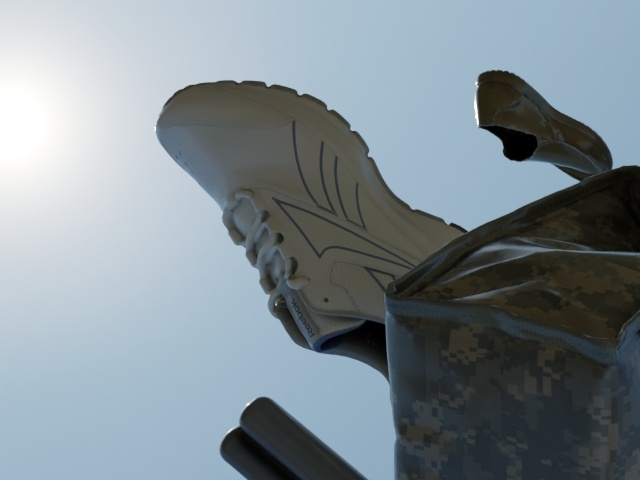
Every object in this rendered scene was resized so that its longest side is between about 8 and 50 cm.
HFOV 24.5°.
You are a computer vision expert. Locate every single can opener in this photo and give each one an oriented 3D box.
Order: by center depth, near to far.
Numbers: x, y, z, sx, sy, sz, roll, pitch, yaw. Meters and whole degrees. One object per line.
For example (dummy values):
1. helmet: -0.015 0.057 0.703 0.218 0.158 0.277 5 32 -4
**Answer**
1. can opener: 0.028 0.246 1.251 0.280 0.074 0.093 42 -154 13

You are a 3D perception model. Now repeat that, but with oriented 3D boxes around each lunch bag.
1. lunch bag: 0.172 0.099 0.909 0.169 0.235 0.287 11 -155 30

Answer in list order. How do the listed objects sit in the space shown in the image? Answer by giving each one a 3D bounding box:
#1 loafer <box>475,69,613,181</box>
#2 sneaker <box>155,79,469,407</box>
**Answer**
1. loafer: 0.173 -0.081 1.174 0.056 0.148 0.050 -1 -119 59
2. sneaker: 0.000 0.000 1.033 0.297 0.111 0.129 37 -124 3
